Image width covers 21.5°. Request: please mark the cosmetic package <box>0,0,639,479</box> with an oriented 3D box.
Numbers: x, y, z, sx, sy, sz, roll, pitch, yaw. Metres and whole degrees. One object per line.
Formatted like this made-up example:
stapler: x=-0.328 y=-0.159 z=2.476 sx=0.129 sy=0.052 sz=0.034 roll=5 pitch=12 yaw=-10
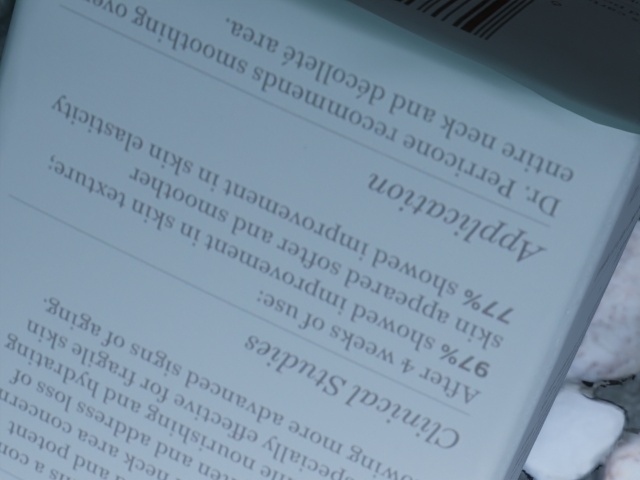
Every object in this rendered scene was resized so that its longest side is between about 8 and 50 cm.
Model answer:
cosmetic package: x=0.000 y=0.000 z=1.004 sx=0.329 sy=0.327 sz=0.394 roll=26 pitch=115 yaw=10
